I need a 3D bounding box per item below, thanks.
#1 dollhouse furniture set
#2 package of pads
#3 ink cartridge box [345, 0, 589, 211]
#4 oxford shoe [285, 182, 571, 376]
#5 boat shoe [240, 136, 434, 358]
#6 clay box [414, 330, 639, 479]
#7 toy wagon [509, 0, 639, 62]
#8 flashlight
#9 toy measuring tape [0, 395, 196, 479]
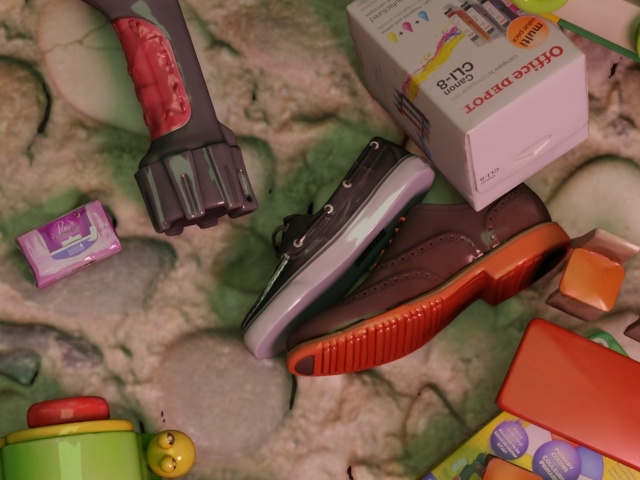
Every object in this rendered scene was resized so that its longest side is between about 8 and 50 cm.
[{"bbox_3d":[0.273,0.149,1.444,0.259,0.135,0.262,23,80,-3],"label":"dollhouse furniture set"},{"bbox_3d":[-0.219,0.003,1.543,0.083,0.032,0.050,-26,84,-8],"label":"package of pads"},{"bbox_3d":[0.128,-0.143,1.519,0.128,0.127,0.176,-34,61,-10],"label":"ink cartridge box"},{"bbox_3d":[0.079,0.032,1.538,0.271,0.097,0.098,-25,69,-16],"label":"oxford shoe"},{"bbox_3d":[0.000,0.000,1.541,0.076,0.080,0.228,38,82,21],"label":"boat shoe"},{"bbox_3d":[0.205,0.186,1.528,0.222,0.053,0.127,-39,85,-9],"label":"clay box"},{"bbox_3d":[0.205,-0.263,1.517,0.344,0.068,0.267,23,34,-7],"label":"toy wagon"},{"bbox_3d":[-0.155,-0.156,1.545,0.103,0.103,0.304,-20,81,19],"label":"flashlight"},{"bbox_3d":[-0.267,0.192,1.464,0.330,0.121,0.121,-6,80,-5],"label":"toy measuring tape"}]
